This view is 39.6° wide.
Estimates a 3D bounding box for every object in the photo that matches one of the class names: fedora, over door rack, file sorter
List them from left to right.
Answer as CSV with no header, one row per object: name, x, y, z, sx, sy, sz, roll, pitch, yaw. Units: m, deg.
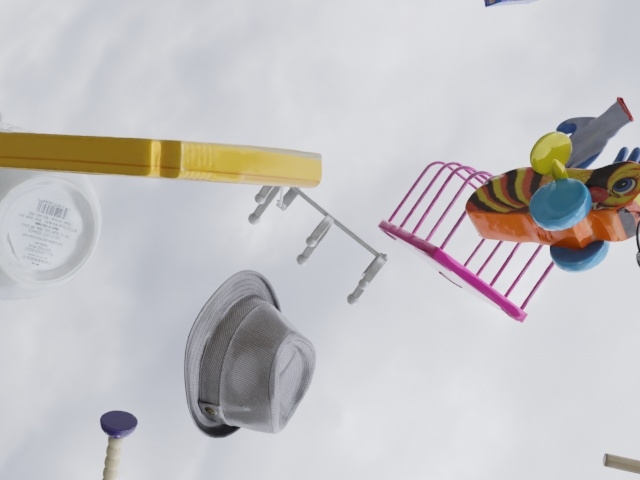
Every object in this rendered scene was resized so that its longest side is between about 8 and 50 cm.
fedora,-0.088,0.192,1.346,0.124,0.275,0.244,18,-139,24
over door rack,0.000,0.000,1.556,0.108,0.239,0.324,-50,177,1
file sorter,0.269,-0.017,1.560,0.182,0.202,0.290,-55,-163,1

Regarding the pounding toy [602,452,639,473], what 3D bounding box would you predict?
pounding toy,0.433,0.367,1.157,0.110,0.183,0.237,-54,151,-67

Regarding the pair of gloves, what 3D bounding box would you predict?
pair of gloves,0.359,-0.095,1.167,0.159,0.023,0.198,-47,-140,40

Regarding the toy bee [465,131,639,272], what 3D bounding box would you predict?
toy bee,0.330,-0.037,1.056,0.298,0.195,0.162,31,-112,30

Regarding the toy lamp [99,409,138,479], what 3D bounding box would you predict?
toy lamp,-0.405,0.458,1.696,0.080,0.080,0.275,40,-57,54

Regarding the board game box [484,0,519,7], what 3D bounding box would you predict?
board game box,0.386,-0.599,1.852,0.047,0.160,0.210,-6,-81,48

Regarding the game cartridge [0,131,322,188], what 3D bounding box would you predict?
game cartridge,-0.194,-0.092,1.045,0.285,0.323,0.053,5,-84,27

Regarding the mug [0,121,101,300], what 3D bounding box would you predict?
mug,-0.524,-0.065,1.347,0.328,0.374,0.276,15,-106,47
